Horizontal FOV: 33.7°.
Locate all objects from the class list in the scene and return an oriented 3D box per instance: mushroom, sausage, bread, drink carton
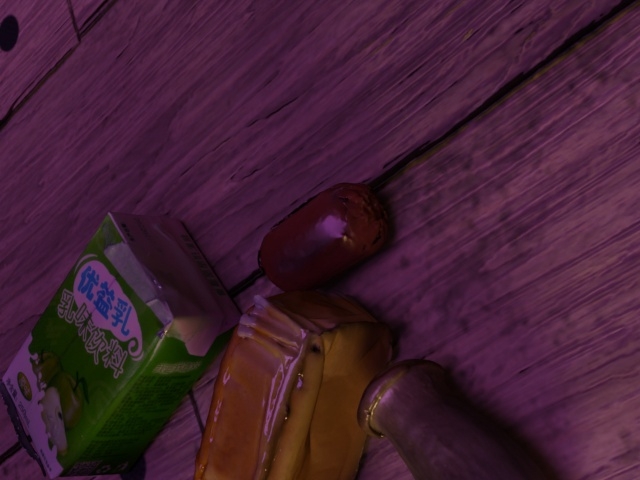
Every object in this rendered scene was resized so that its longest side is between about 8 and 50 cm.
[{"bbox_3d":[0.123,0.200,0.830,0.108,0.096,0.247,-50,53,27],"label":"mushroom"},{"bbox_3d":[0.000,0.000,0.966,0.141,0.076,0.076,-33,66,34],"label":"sausage"},{"bbox_3d":[-0.030,0.166,0.936,0.107,0.136,0.241,25,104,39],"label":"bread"},{"bbox_3d":[-0.217,0.120,1.119,0.271,0.108,0.161,-53,56,25],"label":"drink carton"}]
